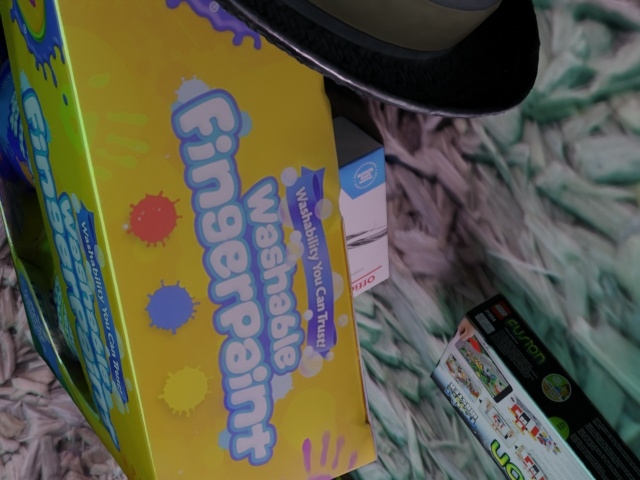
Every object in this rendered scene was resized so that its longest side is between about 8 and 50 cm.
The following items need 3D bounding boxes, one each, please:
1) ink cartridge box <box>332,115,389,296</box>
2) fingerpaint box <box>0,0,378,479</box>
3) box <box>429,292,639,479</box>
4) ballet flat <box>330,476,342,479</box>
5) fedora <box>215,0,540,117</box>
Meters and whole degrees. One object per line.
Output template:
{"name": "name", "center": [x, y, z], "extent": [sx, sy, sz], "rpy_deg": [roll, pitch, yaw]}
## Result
{"name": "ink cartridge box", "center": [0.000, 0.000, 0.823], "extent": [0.060, 0.104, 0.180], "rpy_deg": [41, 149, 40]}
{"name": "fingerpaint box", "center": [-0.142, -0.078, 0.714], "extent": [0.371, 0.163, 0.444], "rpy_deg": [26, 128, 58]}
{"name": "box", "center": [0.165, 0.150, 0.721], "extent": [0.207, 0.036, 0.114], "rpy_deg": [53, 156, 21]}
{"name": "ballet flat", "center": [0.058, 0.364, 1.159], "extent": [0.231, 0.077, 0.077], "rpy_deg": [48, 174, 37]}
{"name": "fedora", "center": [0.023, -0.211, 0.395], "extent": [0.152, 0.334, 0.334], "rpy_deg": [-35, 81, 35]}
